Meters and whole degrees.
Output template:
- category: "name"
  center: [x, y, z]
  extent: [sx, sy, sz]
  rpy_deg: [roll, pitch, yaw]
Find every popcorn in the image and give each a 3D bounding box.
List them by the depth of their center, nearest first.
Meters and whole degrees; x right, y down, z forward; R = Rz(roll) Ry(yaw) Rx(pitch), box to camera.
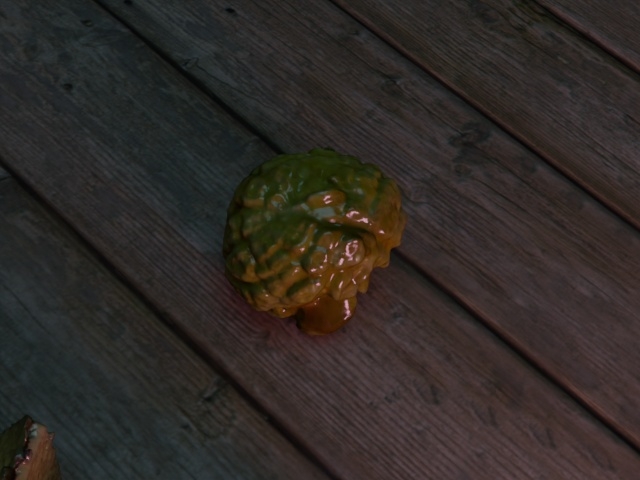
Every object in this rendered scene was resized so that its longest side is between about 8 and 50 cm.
- category: "popcorn"
  center: [0.000, 0.000, 1.334]
  extent: [0.205, 0.251, 0.237]
  rpy_deg: [16, 81, 30]

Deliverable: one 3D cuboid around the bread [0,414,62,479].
- category: "bread"
  center: [-0.340, 0.325, 1.024]
  extent: [0.178, 0.142, 0.266]
  rpy_deg: [-13, 43, 29]
